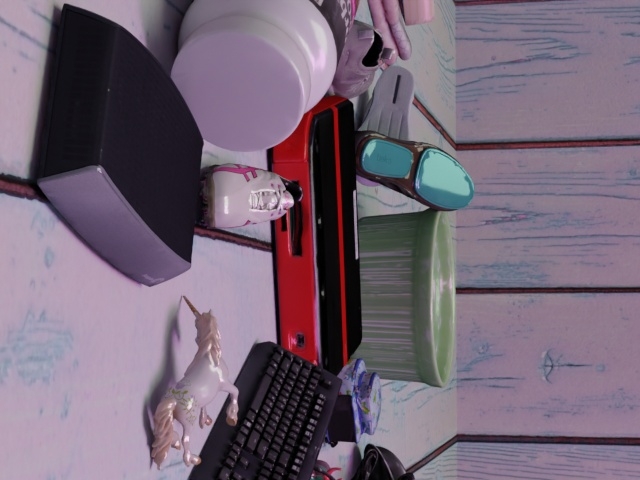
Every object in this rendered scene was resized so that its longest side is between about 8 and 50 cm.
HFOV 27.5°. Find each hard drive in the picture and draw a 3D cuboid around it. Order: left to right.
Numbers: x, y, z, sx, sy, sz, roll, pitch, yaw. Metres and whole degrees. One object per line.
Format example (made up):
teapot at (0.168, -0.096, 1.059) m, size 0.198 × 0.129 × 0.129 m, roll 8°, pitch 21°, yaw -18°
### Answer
hard drive at (-0.159, -0.071, 1.104) m, size 0.254 × 0.054 × 0.172 m, roll 58°, pitch 33°, yaw -66°

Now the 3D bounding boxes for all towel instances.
towel at (0.067, -0.478, 1.959) m, size 0.317 × 0.053 × 0.332 m, roll 69°, pitch 9°, yaw -58°

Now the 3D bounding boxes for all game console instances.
game console at (0.000, 0.000, 1.813) m, size 0.342 × 0.060 × 0.386 m, roll -42°, pitch 131°, yaw -75°

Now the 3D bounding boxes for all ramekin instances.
ramekin at (0.135, 0.094, 2.185) m, size 0.303 × 0.148 × 0.303 m, roll 0°, pitch 90°, yaw -77°

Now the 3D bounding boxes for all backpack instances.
backpack at (0.048, 0.233, 1.940) m, size 0.114 × 0.084 × 0.105 m, roll -80°, pitch 166°, yaw -49°

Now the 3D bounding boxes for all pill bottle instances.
pill bottle at (-0.054, -0.216, 1.335) m, size 0.278 × 0.162 × 0.162 m, roll -73°, pitch 159°, yaw -53°

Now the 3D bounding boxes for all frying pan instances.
frying pan at (0.119, 0.385, 2.105) m, size 0.326 × 0.053 × 0.197 m, roll 94°, pitch -22°, yaw -49°

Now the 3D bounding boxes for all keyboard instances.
keyboard at (-0.019, 0.234, 1.446) m, size 0.033 × 0.201 × 0.317 m, roll -54°, pitch -174°, yaw 28°

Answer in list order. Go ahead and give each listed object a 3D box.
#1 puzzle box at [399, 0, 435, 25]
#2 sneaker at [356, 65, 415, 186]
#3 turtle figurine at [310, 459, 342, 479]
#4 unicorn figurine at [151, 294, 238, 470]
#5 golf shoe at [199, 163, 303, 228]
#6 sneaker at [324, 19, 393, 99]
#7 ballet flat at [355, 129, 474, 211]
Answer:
puzzle box at (0.123, -0.556, 2.156) m, size 0.409 × 0.052 × 0.272 m, roll -99°, pitch 180°, yaw -59°
sneaker at (0.109, -0.179, 2.224) m, size 0.091 × 0.094 × 0.258 m, roll 106°, pitch 4°, yaw -53°
turtle figurine at (-0.013, 0.340, 1.618) m, size 0.234 × 0.118 × 0.175 m, roll 23°, pitch 67°, yaw -82°
unicorn figurine at (-0.118, 0.141, 1.261) m, size 0.162 × 0.060 × 0.111 m, roll -69°, pitch 155°, yaw -60°
golf shoe at (-0.074, -0.051, 1.411) m, size 0.186 × 0.086 × 0.067 m, roll -31°, pitch 121°, yaw -74°
sneaker at (0.053, -0.261, 1.914) m, size 0.281 × 0.115 × 0.105 m, roll -1°, pitch 91°, yaw -77°
ballet flat at (0.129, -0.121, 2.076) m, size 0.280 × 0.096 × 0.095 m, roll 21°, pitch 89°, yaw -42°
